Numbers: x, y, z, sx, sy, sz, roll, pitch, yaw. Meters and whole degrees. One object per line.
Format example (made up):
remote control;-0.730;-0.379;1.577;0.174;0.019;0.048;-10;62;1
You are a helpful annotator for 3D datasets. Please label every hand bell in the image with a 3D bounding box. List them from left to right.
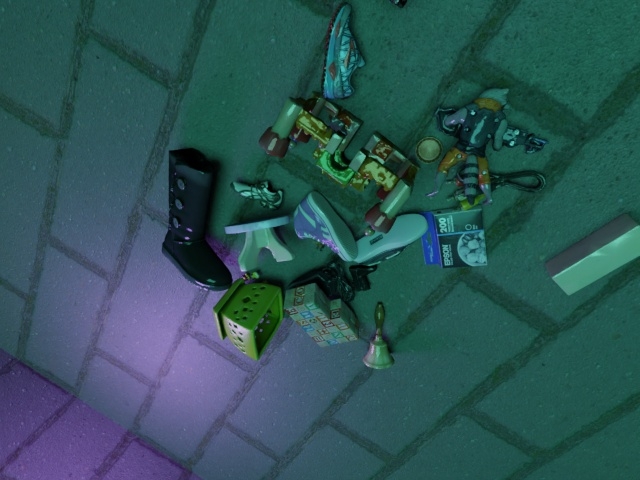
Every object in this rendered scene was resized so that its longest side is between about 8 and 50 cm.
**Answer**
hand bell;0.229;0.362;1.594;0.126;0.126;0.242;3;104;16

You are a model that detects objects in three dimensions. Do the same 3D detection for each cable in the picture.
cable;0.538;-0.184;1.274;0.286;0.072;0.140;-13;93;9

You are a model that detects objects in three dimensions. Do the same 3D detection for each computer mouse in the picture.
computer mouse;-0.011;0.180;1.587;0.272;0.072;0.189;-20;112;20

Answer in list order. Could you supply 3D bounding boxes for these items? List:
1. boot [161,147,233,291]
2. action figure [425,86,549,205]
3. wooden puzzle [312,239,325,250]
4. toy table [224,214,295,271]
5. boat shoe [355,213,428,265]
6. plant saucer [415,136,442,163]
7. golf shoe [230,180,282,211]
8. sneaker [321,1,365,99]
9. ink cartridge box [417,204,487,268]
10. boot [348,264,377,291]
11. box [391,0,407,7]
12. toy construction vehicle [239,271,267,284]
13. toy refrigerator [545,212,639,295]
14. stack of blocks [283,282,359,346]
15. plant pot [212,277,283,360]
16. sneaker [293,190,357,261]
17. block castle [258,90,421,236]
boot;-0.444;-0.074;1.523;0.366;0.146;0.446;30;118;20
action figure;0.482;-0.265;1.157;0.340;0.178;0.331;11;103;7
wooden puzzle;0.000;0.000;1.533;0.049;0.006;0.083;29;119;2
toy table;-0.216;0.004;1.485;0.274;0.252;0.161;-5;100;44
boat shoe;0.247;0.009;1.413;0.301;0.108;0.102;-31;139;27
plant saucer;0.344;-0.287;1.291;0.083;0.013;0.084;6;116;13
golf shoe;-0.229;-0.185;1.486;0.198;0.077;0.094;25;108;-3
sneaker;0.074;-0.558;1.214;0.125;0.104;0.262;5;119;-8
ink cartridge box;0.445;-0.006;1.375;0.208;0.045;0.207;-6;113;21
boot;0.166;0.140;1.528;0.121;0.045;0.099;-8;110;28
box;0.170;-0.736;1.042;0.203;0.168;0.167;34;120;-1
toy construction vehicle;-0.274;0.163;1.681;0.098;0.035;0.086;-27;103;34
toy refrigerator;0.847;0.047;1.246;0.094;0.102;0.269;44;118;-6
stack of blocks;0.011;0.286;1.553;0.171;0.087;0.297;-18;132;23
plant pot;-0.291;0.299;1.621;0.206;0.228;0.227;18;137;15
sneaker;0.008;-0.021;1.458;0.161;0.102;0.282;-41;77;32
block castle;0.065;-0.234;1.236;0.453;0.303;0.213;35;120;0
